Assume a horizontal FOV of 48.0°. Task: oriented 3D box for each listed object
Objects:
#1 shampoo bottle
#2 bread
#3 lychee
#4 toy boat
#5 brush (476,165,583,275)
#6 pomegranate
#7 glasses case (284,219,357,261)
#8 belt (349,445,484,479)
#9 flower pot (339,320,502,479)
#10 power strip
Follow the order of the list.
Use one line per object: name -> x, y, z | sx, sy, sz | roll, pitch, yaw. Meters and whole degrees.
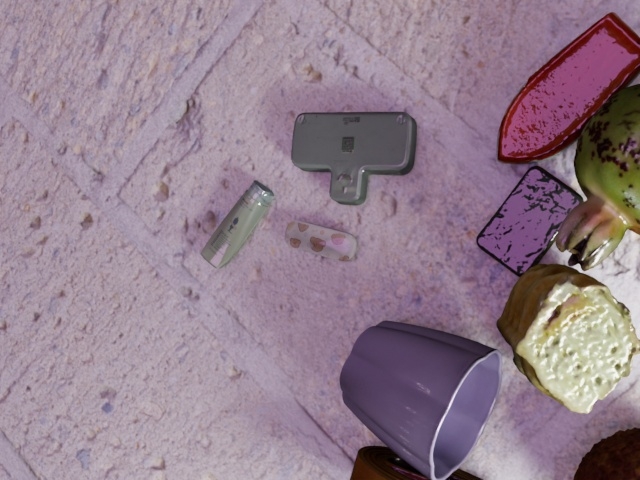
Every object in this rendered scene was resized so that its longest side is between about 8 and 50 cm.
shampoo bottle -> -0.185, -0.036, 1.609 | 0.072, 0.049, 0.212 | 39, 101, 22
bread -> 0.422, 0.159, 1.248 | 0.196, 0.252, 0.239 | 25, 103, 0
lychee -> 0.559, 0.447, 1.208 | 0.260, 0.260, 0.261 | -1, 88, 21
toy boat -> 0.452, -0.260, 1.342 | 0.145, 0.133, 0.332 | 49, 115, 10
brush -> 0.400, -0.036, 1.381 | 0.123, 0.059, 0.197 | 38, 102, 15
pomegranate -> 0.533, -0.087, 1.211 | 0.285, 0.285, 0.341 | 42, 94, 17
glasses case -> 0.000, 0.000, 1.541 | 0.164, 0.041, 0.063 | 16, 94, 21
belt -> 0.217, 0.497, 1.349 | 0.338, 0.217, 0.122 | 17, 94, 14
flower pot -> 0.183, 0.276, 1.366 | 0.243, 0.265, 0.265 | 26, 98, 34
power strip -> 0.065, -0.172, 1.512 | 0.264, 0.059, 0.194 | 4, 86, 21
